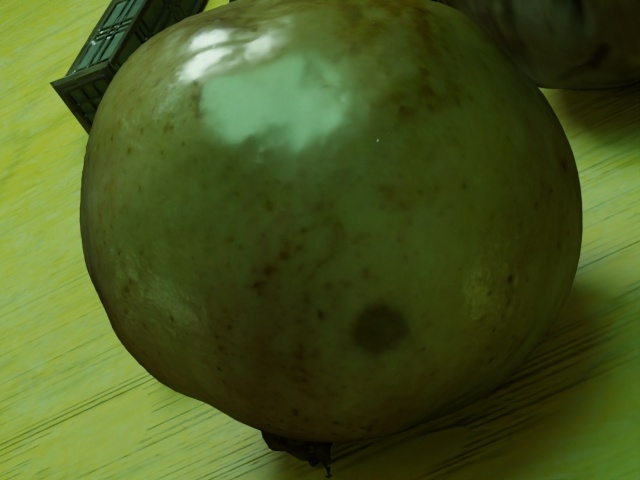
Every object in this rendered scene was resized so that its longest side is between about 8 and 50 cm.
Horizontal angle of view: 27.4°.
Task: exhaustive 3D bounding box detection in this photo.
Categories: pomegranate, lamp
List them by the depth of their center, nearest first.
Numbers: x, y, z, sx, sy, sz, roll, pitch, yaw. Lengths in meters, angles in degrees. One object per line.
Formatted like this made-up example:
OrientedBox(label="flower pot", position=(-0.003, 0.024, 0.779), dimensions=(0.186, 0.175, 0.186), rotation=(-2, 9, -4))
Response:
OrientedBox(label="pomegranate", position=(0.000, 0.000, 0.864), dimensions=(0.338, 0.338, 0.338), rotation=(-23, 33, 16))
OrientedBox(label="lamp", position=(-0.218, -0.259, 1.605), dimensions=(0.090, 0.089, 0.325), rotation=(-15, 35, 28))

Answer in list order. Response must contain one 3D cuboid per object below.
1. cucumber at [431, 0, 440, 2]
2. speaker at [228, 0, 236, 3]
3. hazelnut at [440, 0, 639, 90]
OrientedBox(label="cucumber", position=(0.113, -0.306, 1.422), dimensions=(0.070, 0.046, 0.220), rotation=(-25, 33, -1))
OrientedBox(label="speaker", position=(-0.029, -0.266, 1.327), dimensions=(0.180, 0.184, 0.388), rotation=(-20, 30, 9))
OrientedBox(label="hazelnut", position=(0.249, -0.293, 1.039), dimensions=(0.372, 0.315, 0.372), rotation=(-26, 53, 40))
